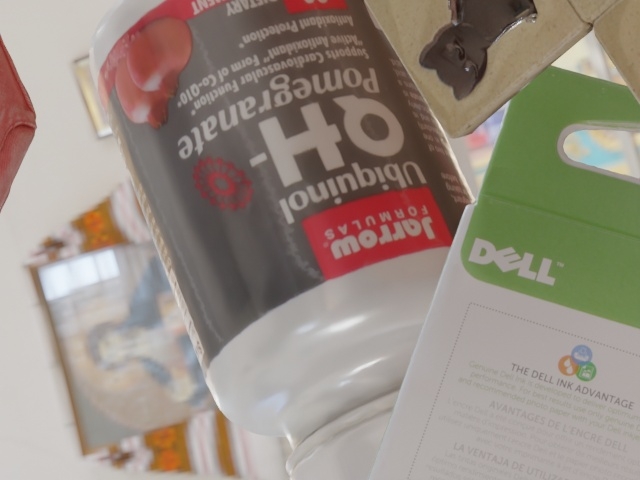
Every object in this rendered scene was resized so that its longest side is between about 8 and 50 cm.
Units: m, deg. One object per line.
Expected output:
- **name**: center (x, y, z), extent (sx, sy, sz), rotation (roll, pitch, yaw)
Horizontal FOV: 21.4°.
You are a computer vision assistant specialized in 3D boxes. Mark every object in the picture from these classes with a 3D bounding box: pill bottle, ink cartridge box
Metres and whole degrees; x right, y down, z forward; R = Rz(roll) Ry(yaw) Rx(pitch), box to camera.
- **pill bottle**: center (0.000, 0.000, 0.947), extent (0.176, 0.176, 0.318), rotation (10, -128, -56)
- **ink cartridge box**: center (0.088, 0.054, 0.584), extent (0.062, 0.109, 0.209), rotation (59, -131, -71)

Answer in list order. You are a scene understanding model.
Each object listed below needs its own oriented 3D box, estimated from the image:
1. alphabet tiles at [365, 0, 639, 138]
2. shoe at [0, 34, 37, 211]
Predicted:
- **alphabet tiles**: center (0.103, -0.191, 0.417), extent (0.011, 0.342, 0.285), rotation (-13, -112, -50)
- **shoe**: center (-0.141, -0.081, 0.574), extent (0.081, 0.063, 0.178), rotation (37, -132, -59)
